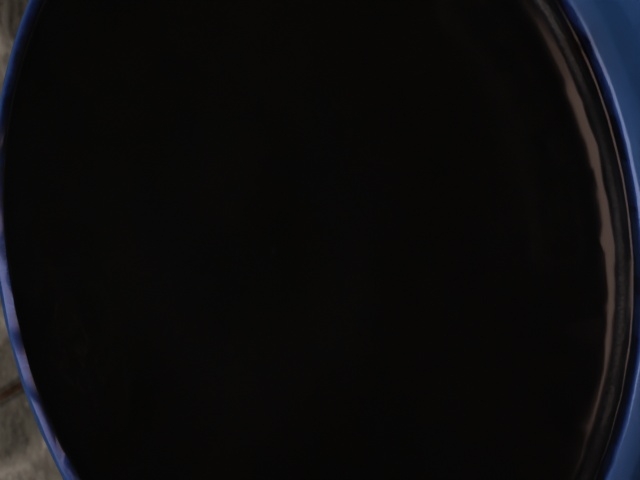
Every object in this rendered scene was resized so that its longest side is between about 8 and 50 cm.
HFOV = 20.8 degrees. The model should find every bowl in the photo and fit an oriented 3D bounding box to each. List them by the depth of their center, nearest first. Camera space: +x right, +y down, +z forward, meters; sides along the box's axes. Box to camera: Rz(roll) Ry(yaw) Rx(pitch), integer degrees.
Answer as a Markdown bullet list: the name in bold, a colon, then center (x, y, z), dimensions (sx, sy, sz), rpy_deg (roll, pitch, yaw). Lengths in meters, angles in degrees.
- **bowl**: center (0.000, 0.000, 0.741), dimensions (0.391, 0.077, 0.391), rpy_deg (7, 101, 40)
